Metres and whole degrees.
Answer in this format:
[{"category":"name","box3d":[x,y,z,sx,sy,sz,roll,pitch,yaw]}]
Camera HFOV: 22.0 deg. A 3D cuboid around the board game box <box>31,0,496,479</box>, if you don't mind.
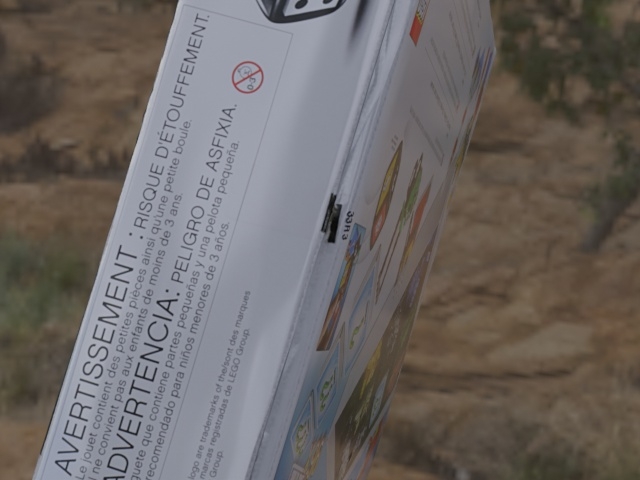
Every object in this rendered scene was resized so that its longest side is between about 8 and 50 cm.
[{"category":"board game box","box3d":[0.000,0.000,0.497,0.053,0.193,0.305,17,-1,8]}]
